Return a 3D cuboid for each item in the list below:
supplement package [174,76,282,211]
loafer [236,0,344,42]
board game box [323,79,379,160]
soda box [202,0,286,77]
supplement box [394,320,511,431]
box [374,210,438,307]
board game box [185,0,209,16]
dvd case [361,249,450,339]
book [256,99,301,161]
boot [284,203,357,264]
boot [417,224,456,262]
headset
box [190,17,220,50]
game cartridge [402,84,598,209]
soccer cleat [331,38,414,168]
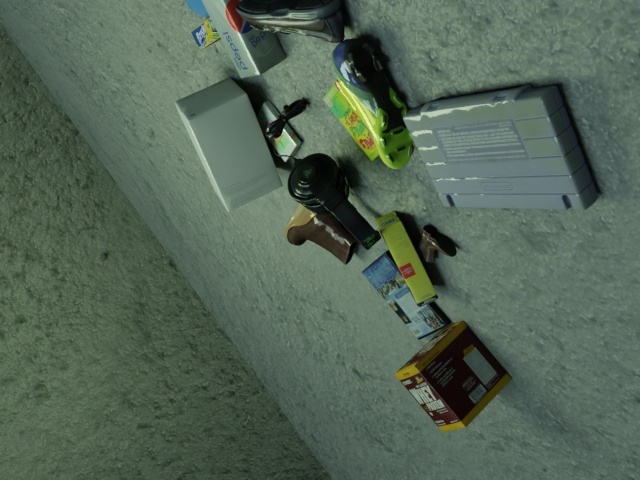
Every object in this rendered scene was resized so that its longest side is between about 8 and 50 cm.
[{"bbox_3d":[-0.250,-0.265,1.958,0.177,0.175,0.293,51,165,55],"label":"supplement package"},{"bbox_3d":[-0.068,-0.469,1.517,0.302,0.109,0.095,20,145,44],"label":"loafer"},{"bbox_3d":[0.090,-0.273,1.578,0.181,0.043,0.092,52,155,0],"label":"board game box"},{"bbox_3d":[-0.195,-0.529,1.660,0.098,0.091,0.286,10,133,54],"label":"soda box"},{"bbox_3d":[0.336,0.347,1.814,0.194,0.191,0.129,50,155,4],"label":"supplement box"},{"bbox_3d":[0.212,0.047,1.748,0.232,0.058,0.087,62,-176,-22],"label":"box"},{"bbox_3d":[-0.307,-0.643,1.771,0.133,0.033,0.169,11,138,48],"label":"board game box"},{"bbox_3d":[0.229,0.152,1.936,0.253,0.022,0.180,50,154,4],"label":"dvd case"},{"bbox_3d":[-0.112,-0.294,1.909,0.144,0.035,0.096,52,154,5],"label":"book"},{"bbox_3d":[0.000,0.000,2.035,0.207,0.090,0.248,47,151,15],"label":"boot"},{"bbox_3d":[0.273,0.028,1.682,0.106,0.037,0.114,49,155,27],"label":"boot"},{"bbox_3d":[0.017,-0.154,1.725,0.394,0.185,0.243,46,-177,9],"label":"headset"},{"bbox_3d":[-0.268,-0.538,1.809,0.169,0.059,0.054,-2,120,60],"label":"box"},{"bbox_3d":[0.321,-0.166,1.320,0.355,0.068,0.230,7,126,57],"label":"game cartridge"},{"bbox_3d":[0.111,-0.285,1.487,0.289,0.093,0.121,63,163,-20],"label":"soccer cleat"}]
